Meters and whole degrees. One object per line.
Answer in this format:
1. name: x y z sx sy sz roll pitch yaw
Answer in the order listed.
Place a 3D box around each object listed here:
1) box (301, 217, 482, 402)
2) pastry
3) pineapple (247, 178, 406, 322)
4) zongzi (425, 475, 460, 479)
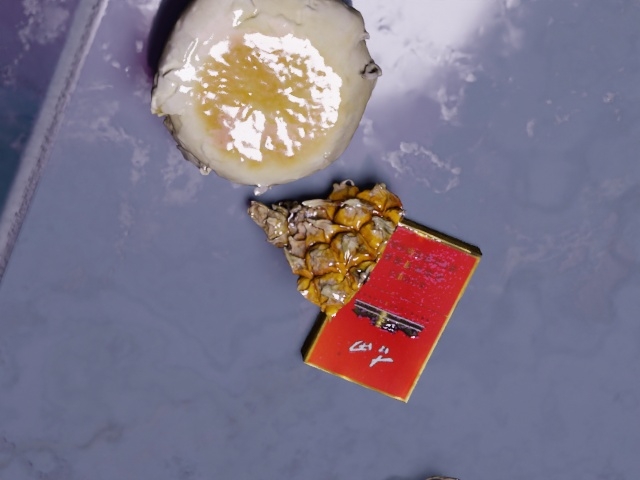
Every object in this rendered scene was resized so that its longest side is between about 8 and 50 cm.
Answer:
1. box: 0.054 0.049 1.432 0.090 0.023 0.133 24 105 -12
2. pastry: -0.040 -0.112 1.330 0.165 0.088 0.166 -2 108 -6
3. pineapple: 0.000 0.000 1.383 0.114 0.077 0.114 28 70 17
4. zongzi: 0.121 0.284 1.435 0.084 0.184 0.187 -28 110 3
